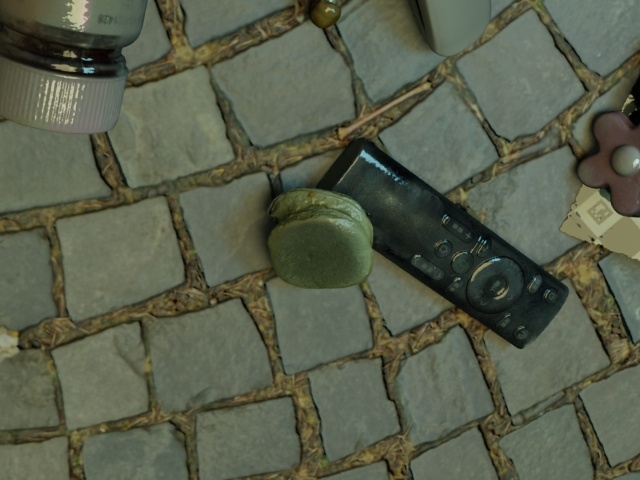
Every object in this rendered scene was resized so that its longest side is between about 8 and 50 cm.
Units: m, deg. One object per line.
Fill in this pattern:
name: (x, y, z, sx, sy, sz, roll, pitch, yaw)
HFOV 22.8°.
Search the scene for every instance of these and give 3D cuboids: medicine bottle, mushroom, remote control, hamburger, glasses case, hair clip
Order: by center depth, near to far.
medicine bottle: (-0.263, -0.263, 1.676, 0.165, 0.165, 0.273, 5, 109, -21)
mushroom: (0.083, -0.364, 1.791, 0.043, 0.068, 0.306, 29, 115, -20)
glasses case: (0.144, -0.304, 1.824, 0.092, 0.059, 0.233, -37, 143, -10)
hamburger: (0.000, 0.000, 1.914, 0.133, 0.062, 0.140, -4, 137, 13)
hair clip: (0.432, -0.142, 1.984, 0.257, 0.146, 0.075, -44, 163, 18)
remote control: (0.157, 0.010, 2.006, 0.377, 0.044, 0.107, 35, 103, -27)

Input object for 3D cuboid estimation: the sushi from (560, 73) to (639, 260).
sushi: (0.489, -0.087, 2.032, 0.264, 0.050, 0.290, 22, 103, -5)
